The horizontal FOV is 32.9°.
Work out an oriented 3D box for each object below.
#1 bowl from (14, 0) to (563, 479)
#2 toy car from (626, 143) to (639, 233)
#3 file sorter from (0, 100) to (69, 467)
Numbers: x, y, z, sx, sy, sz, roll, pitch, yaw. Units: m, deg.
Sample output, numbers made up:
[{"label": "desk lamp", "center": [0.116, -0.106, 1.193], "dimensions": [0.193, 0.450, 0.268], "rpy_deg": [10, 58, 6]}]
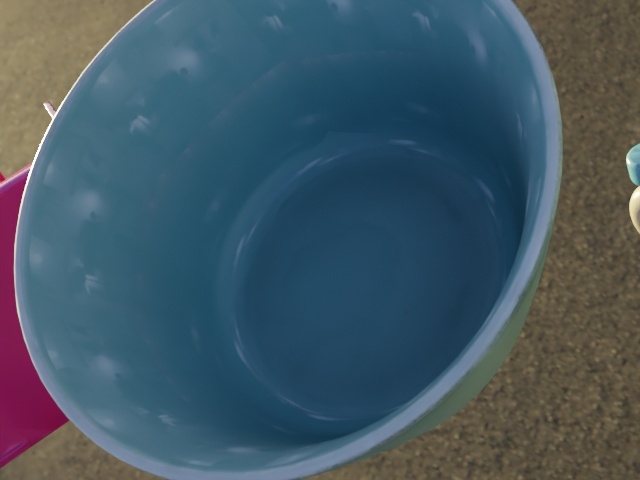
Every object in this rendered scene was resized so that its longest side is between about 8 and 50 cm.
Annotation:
[{"label": "bowl", "center": [0.000, 0.000, 0.619], "dimensions": [0.312, 0.163, 0.311], "rpy_deg": [-10, 63, 21]}, {"label": "toy car", "center": [0.593, -0.078, 1.572], "dimensions": [0.238, 0.219, 0.210], "rpy_deg": [-41, 33, -25]}, {"label": "file sorter", "center": [-0.234, 0.009, 0.939], "dimensions": [0.291, 0.202, 0.182], "rpy_deg": [-34, 31, -9]}]
